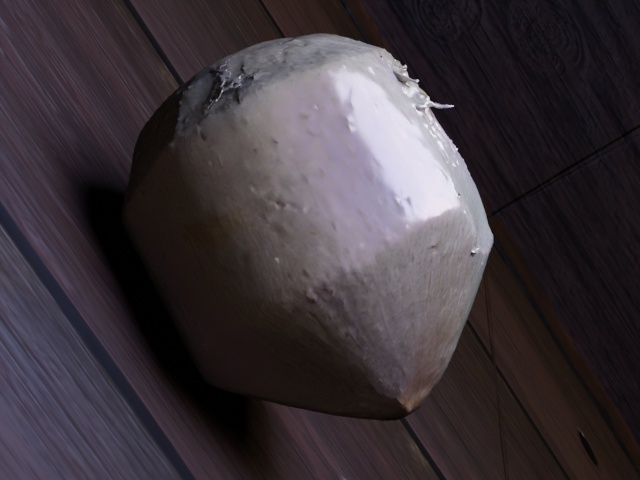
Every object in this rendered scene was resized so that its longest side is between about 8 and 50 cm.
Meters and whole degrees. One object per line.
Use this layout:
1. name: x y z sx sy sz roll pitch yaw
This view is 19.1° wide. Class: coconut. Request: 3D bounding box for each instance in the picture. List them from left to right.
1. coconut: 0.000 0.000 1.164 0.234 0.224 0.224 50 10 13
